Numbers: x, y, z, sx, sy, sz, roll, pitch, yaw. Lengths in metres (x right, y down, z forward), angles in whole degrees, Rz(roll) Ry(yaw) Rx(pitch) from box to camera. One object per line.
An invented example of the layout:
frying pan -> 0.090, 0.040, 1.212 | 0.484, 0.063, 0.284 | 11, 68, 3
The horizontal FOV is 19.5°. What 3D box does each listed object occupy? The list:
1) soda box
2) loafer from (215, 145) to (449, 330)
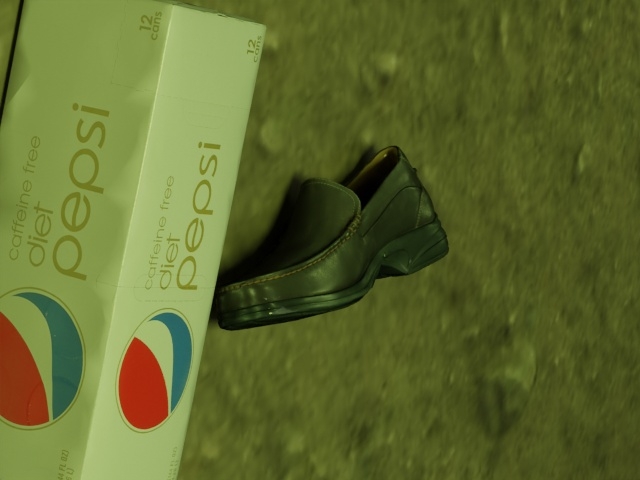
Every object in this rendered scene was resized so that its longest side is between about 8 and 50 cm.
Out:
soda box -> -0.087, 0.011, 0.731 | 0.069, 0.074, 0.216 | 2, 101, -60
loafer -> 0.000, 0.000, 0.903 | 0.170, 0.062, 0.061 | -27, 103, -57
